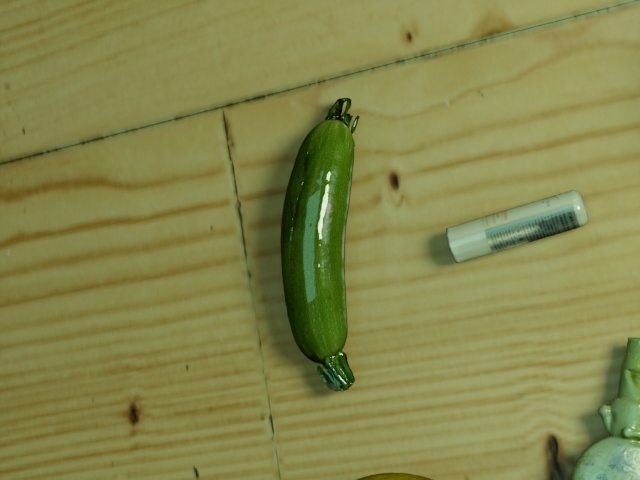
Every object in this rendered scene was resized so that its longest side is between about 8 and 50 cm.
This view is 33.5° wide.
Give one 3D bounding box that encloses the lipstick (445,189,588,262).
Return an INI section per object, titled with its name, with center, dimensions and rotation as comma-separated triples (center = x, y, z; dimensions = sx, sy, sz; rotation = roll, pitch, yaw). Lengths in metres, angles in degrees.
[lipstick]
center = 0.201, -0.014, 1.087
dimensions = 0.141, 0.040, 0.040
rotation = -17, 80, 16

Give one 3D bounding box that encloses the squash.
[squash]
center = -0.003, 0.001, 1.140
dimensions = 0.080, 0.071, 0.318
rotation = -1, 85, 18

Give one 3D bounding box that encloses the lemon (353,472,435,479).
[lemon]
center = 0.082, 0.318, 1.023
dimensions = 0.244, 0.187, 0.187
rotation = 19, 91, 25

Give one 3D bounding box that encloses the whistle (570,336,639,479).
[whistle]
center = 0.300, 0.194, 1.030
dimensions = 0.104, 0.057, 0.198
rotation = 8, 80, 9
